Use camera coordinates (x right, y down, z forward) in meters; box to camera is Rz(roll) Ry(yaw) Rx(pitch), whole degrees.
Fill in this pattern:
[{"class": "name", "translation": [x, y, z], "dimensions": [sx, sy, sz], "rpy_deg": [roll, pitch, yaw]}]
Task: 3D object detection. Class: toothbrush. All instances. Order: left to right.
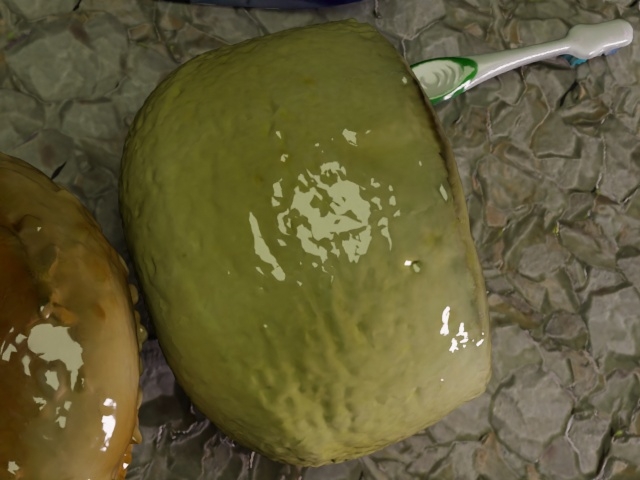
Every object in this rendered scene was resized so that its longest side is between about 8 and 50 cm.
[{"class": "toothbrush", "translation": [0.082, -0.131, 1.523], "dimensions": [0.418, 0.040, 0.042], "rpy_deg": [-16, 78, -20]}]

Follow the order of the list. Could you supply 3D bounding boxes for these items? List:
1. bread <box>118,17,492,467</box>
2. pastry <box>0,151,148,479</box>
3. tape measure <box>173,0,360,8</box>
[{"class": "bread", "translation": [-0.011, 0.003, 1.317], "dimensions": [0.237, 0.320, 0.320], "rpy_deg": [-15, 75, 2]}, {"class": "pastry", "translation": [-0.230, 0.087, 1.245], "dimensions": [0.184, 0.284, 0.315], "rpy_deg": [10, 41, -51]}, {"class": "tape measure", "translation": [-0.018, -0.300, 1.433], "dimensions": [0.262, 0.259, 0.138], "rpy_deg": [4, 70, -15]}]
